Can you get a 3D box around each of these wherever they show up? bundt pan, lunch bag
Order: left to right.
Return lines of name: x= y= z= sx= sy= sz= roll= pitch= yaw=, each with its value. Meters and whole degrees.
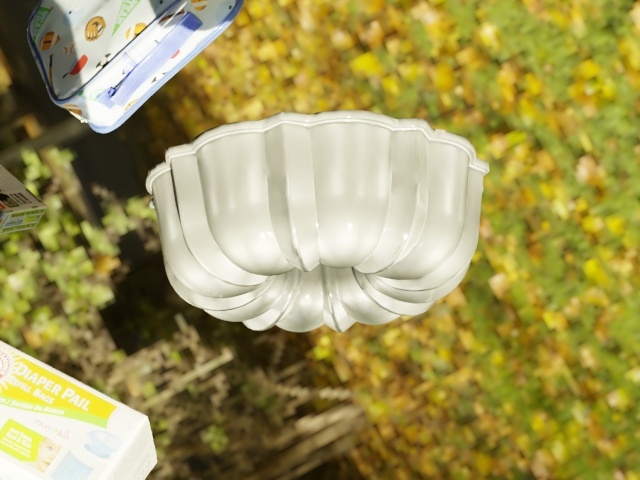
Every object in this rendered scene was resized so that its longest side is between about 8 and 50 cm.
lunch bag: x=-0.249 y=-0.291 z=2.231 sx=0.115 sy=0.303 sz=0.243 roll=35 pitch=-162 yaw=-44
bundt pan: x=0.000 y=0.000 z=1.592 sx=0.331 sy=0.330 sz=0.124 roll=90 pitch=177 yaw=-70

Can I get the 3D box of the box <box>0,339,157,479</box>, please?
box: x=-0.279 y=0.196 z=1.673 sx=0.203 sy=0.114 sz=0.103 roll=24 pitch=150 yaw=16

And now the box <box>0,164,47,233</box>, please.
box: x=-0.431 y=-0.086 z=1.987 sx=0.207 sy=0.036 sz=0.114 roll=40 pitch=-161 yaw=14
